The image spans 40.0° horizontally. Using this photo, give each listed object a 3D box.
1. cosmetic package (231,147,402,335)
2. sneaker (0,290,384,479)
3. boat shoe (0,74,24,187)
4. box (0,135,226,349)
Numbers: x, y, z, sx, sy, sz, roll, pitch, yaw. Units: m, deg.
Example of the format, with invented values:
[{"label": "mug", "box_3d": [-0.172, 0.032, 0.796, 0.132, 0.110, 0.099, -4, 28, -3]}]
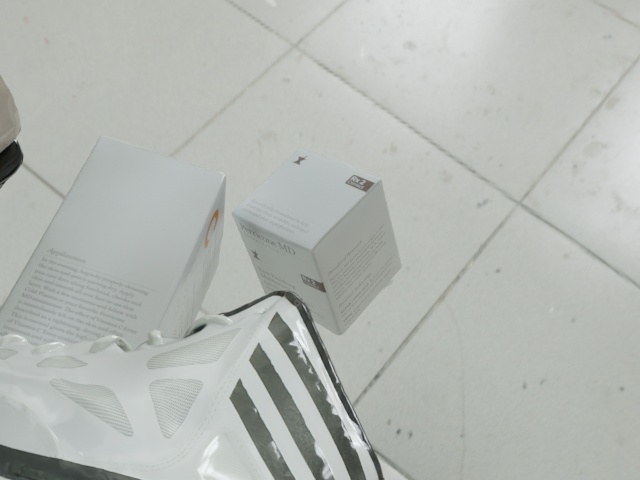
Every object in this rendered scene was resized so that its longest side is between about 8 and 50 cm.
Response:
[{"label": "cosmetic package", "box_3d": [0.000, 0.000, 1.219, 0.151, 0.183, 0.151, 24, 59, 35]}, {"label": "sneaker", "box_3d": [-0.155, 0.127, 0.597, 0.447, 0.169, 0.257, 17, 35, 33]}, {"label": "boat shoe", "box_3d": [-0.243, -0.138, 0.293, 0.158, 0.340, 0.127, 26, 59, 30]}, {"label": "box", "box_3d": [-0.250, 0.085, 1.049, 0.168, 0.215, 0.345, 18, 56, 2]}]
